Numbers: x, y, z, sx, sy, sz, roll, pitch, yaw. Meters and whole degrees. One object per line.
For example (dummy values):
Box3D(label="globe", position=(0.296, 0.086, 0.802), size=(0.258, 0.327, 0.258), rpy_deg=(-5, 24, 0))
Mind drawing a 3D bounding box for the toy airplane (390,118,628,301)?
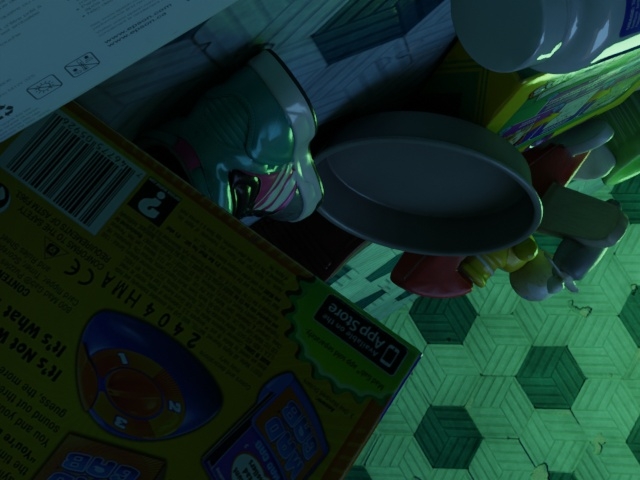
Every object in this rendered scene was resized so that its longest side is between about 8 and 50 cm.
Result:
Box3D(label="toy airplane", position=(0.329, -0.037, 1.976), size=(0.384, 0.272, 0.386), rpy_deg=(-18, -161, 27))

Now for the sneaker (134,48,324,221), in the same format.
Box3D(label="sneaker", position=(-0.093, -0.054, 1.180), size=(0.178, 0.124, 0.295), rpy_deg=(-34, 162, -10))

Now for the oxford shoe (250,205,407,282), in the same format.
Box3D(label="oxford shoe", position=(0.000, 0.000, 1.708), size=(0.348, 0.123, 0.130), rpy_deg=(-31, 175, 11))

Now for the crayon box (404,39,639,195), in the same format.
Box3D(label="crayon box", position=(0.297, -0.221, 1.526), size=(0.363, 0.106, 0.313), rpy_deg=(-25, 167, -25))

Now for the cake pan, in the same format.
Box3D(label="cake pan", position=(0.125, -0.068, 1.490), size=(0.293, 0.054, 0.293), rpy_deg=(9, 155, 4))

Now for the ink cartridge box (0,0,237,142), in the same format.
Box3D(label="ink cartridge box", position=(-0.164, -0.165, 0.651), size=(0.324, 0.071, 0.330), rpy_deg=(-30, 166, 1))

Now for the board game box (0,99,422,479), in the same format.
Box3D(label="board game box", position=(-0.202, 0.171, 0.991), size=(0.356, 0.356, 0.356), rpy_deg=(-54, -179, -27))

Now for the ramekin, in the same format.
Box3D(label="ramekin", position=(0.581, -0.236, 2.098), size=(0.303, 0.148, 0.303), rpy_deg=(-29, 169, -6))

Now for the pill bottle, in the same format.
Box3D(label="pill bottle", position=(0.256, -0.246, 1.176), size=(0.272, 0.152, 0.152), rpy_deg=(-21, 166, -37))

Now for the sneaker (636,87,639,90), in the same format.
Box3D(label="sneaker", position=(0.439, -0.253, 1.904), size=(0.192, 0.064, 0.086), rpy_deg=(-24, 154, -11))
